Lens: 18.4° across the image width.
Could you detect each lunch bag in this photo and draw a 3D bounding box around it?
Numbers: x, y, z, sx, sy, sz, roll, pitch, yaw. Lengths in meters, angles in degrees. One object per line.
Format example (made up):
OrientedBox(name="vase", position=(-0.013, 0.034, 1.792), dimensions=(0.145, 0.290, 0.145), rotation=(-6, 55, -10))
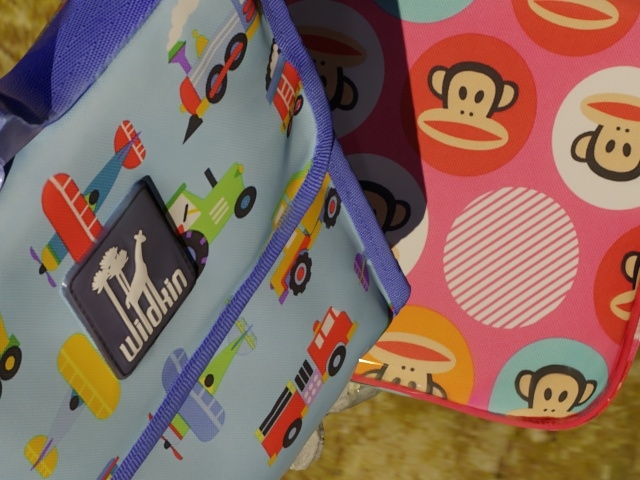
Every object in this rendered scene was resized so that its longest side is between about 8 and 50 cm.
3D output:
OrientedBox(name="lunch bag", position=(0.028, -0.062, 0.928), dimensions=(0.293, 0.120, 0.258), rotation=(14, 100, -1))
OrientedBox(name="lunch bag", position=(-0.089, 0.016, 0.707), dimensions=(0.138, 0.293, 0.221), rotation=(29, 71, 19))

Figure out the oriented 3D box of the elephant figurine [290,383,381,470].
OrientedBox(name="elephant figurine", position=(0.000, 0.000, 1.366), dimensions=(0.186, 0.239, 0.169), rotation=(-26, 123, -9))
